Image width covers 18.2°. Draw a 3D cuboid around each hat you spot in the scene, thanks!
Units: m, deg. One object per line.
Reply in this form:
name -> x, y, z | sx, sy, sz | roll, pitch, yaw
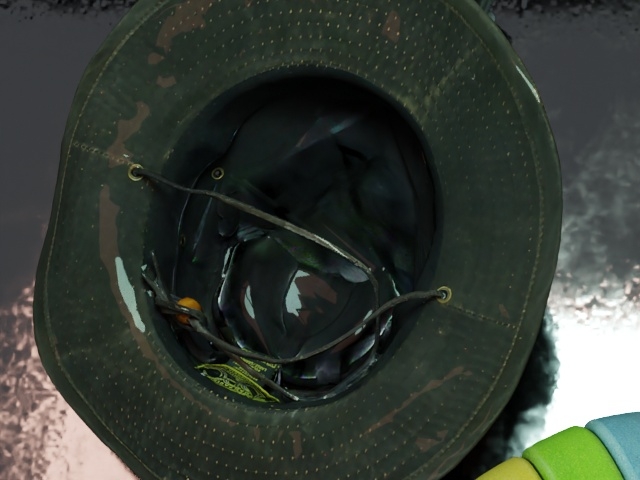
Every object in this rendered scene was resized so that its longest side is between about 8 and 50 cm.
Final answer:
hat -> 0.000, 0.000, 1.152 | 0.331, 0.134, 0.331 | -2, 85, 19

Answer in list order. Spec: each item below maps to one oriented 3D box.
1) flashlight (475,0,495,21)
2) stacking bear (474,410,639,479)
flashlight -> -0.029, -0.212, 1.250 | 0.304, 0.103, 0.103 | 38, 53, 18
stacking bear -> 0.122, 0.182, 1.042 | 0.289, 0.164, 0.175 | -19, 69, -5
